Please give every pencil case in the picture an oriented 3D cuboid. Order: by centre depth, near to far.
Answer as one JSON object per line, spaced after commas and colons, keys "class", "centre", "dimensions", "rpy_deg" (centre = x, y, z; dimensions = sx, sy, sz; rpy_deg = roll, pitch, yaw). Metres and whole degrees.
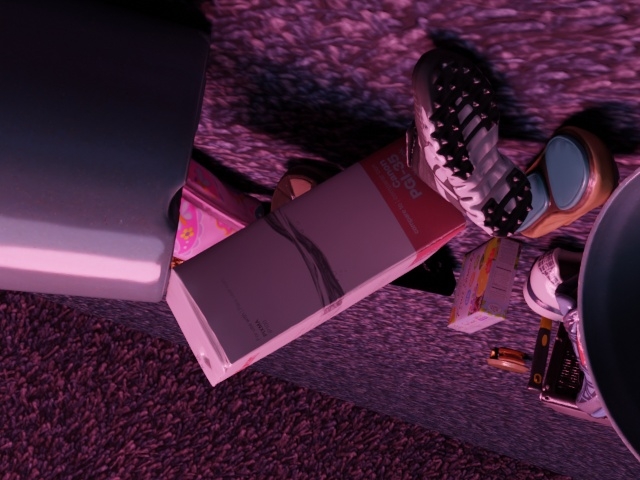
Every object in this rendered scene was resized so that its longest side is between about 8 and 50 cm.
{"class": "pencil case", "centre": [-0.191, -0.056, 1.473], "dimensions": [0.124, 0.124, 0.284], "rpy_deg": [5, 160, 40]}

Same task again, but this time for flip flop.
{"class": "flip flop", "centre": [-0.023, 0.000, 1.483], "dimensions": [0.112, 0.080, 0.277], "rpy_deg": [28, 139, 11]}

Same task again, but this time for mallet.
{"class": "mallet", "centre": [0.263, 0.100, 1.440], "dimensions": [0.062, 0.189, 0.039], "rpy_deg": [25, 142, 4]}

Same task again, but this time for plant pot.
{"class": "plant pot", "centre": [0.392, 0.063, 1.010], "dimensions": [0.196, 0.293, 0.293], "rpy_deg": [-6, 178, -29]}
{"class": "plant pot", "centre": [-0.282, -0.095, 1.068], "dimensions": [0.334, 0.341, 0.341], "rpy_deg": [10, 167, -8]}

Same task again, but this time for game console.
{"class": "game console", "centre": [0.000, 0.000, 1.629], "dimensions": [0.361, 0.044, 0.213], "rpy_deg": [11, 165, 22]}

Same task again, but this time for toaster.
{"class": "toaster", "centre": [0.389, 0.151, 1.516], "dimensions": [0.186, 0.168, 0.110], "rpy_deg": [12, 168, 23]}

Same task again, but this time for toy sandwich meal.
{"class": "toy sandwich meal", "centre": [0.331, 0.210, 2.095], "dimensions": [0.086, 0.029, 0.085], "rpy_deg": [14, 170, 2]}

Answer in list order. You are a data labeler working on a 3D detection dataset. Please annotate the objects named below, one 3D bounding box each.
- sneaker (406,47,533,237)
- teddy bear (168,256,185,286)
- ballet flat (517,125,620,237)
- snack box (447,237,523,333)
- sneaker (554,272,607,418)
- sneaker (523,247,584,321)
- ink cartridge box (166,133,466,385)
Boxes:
{"class": "sneaker", "centre": [0.111, -0.091, 1.063], "dimensions": [0.106, 0.078, 0.234], "rpy_deg": [31, 166, 38]}
{"class": "teddy bear", "centre": [-0.315, 0.043, 2.026], "dimensions": [0.245, 0.113, 0.338], "rpy_deg": [20, 166, -22]}
{"class": "ballet flat", "centre": [0.236, -0.058, 1.109], "dimensions": [0.073, 0.080, 0.232], "rpy_deg": [-10, 172, -10]}
{"class": "snack box", "centre": [0.204, 0.057, 1.492], "dimensions": [0.037, 0.100, 0.141], "rpy_deg": [18, 166, -6]}
{"class": "sneaker", "centre": [0.321, 0.085, 1.337], "dimensions": [0.125, 0.104, 0.261], "rpy_deg": [22, 128, 13]}
{"class": "sneaker", "centre": [0.362, 0.068, 1.404], "dimensions": [0.235, 0.090, 0.095], "rpy_deg": [13, 148, -4]}
{"class": "ink cartridge box", "centre": [-0.013, 0.025, 1.244], "dimensions": [0.117, 0.283, 0.207], "rpy_deg": [59, 166, 5]}
